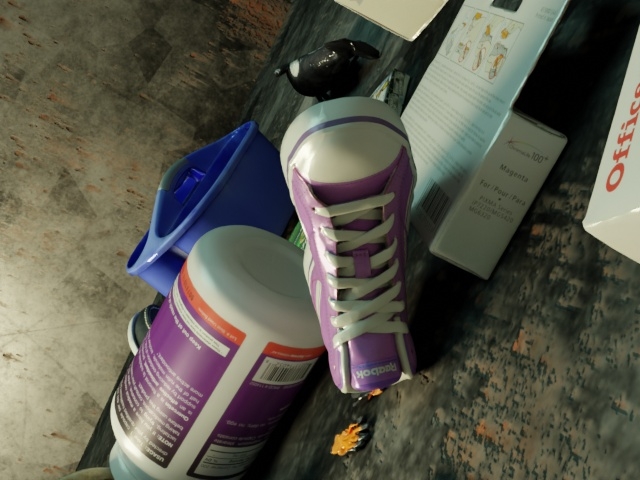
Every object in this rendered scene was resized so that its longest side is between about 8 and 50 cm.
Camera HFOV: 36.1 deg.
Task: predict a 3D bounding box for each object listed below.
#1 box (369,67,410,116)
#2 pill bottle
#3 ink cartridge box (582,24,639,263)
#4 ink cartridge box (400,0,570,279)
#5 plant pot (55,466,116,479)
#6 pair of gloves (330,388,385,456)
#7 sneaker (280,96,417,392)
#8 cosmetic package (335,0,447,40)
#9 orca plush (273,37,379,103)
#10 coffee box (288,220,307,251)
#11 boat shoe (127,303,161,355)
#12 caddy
[{"bbox_3d":[0.065,-0.148,1.274,0.137,0.027,0.094,-46,24,53],"label":"box"},{"bbox_3d":[-0.120,0.153,1.110,0.323,0.181,0.181,-58,15,25],"label":"pill bottle"},{"bbox_3d":[0.219,-0.075,0.397,0.219,0.092,0.160,-31,36,66],"label":"ink cartridge box"},{"bbox_3d":[0.144,-0.122,0.851,0.239,0.060,0.275,-61,14,13],"label":"ink cartridge box"},{"bbox_3d":[-0.320,0.430,1.187,0.305,0.334,0.334,-38,27,40],"label":"plant pot"},{"bbox_3d":[0.034,0.155,0.886,0.074,0.010,0.083,-35,31,65],"label":"pair of gloves"},{"bbox_3d":[0.039,0.024,0.766,0.282,0.102,0.161,80,179,-56],"label":"sneaker"},{"bbox_3d":[0.131,-0.436,1.319,0.153,0.129,0.296,-44,24,54],"label":"cosmetic package"},{"bbox_3d":[0.024,-0.262,1.597,0.151,0.102,0.287,-22,7,-25],"label":"orca plush"},{"bbox_3d":[0.000,0.000,1.229,0.113,0.040,0.184,-60,14,19],"label":"coffee box"},{"bbox_3d":[-0.200,0.180,1.448,0.091,0.114,0.302,-53,42,16],"label":"boat shoe"},{"bbox_3d":[-0.173,-0.049,1.539,0.241,0.179,0.341,-37,18,36],"label":"caddy"}]
